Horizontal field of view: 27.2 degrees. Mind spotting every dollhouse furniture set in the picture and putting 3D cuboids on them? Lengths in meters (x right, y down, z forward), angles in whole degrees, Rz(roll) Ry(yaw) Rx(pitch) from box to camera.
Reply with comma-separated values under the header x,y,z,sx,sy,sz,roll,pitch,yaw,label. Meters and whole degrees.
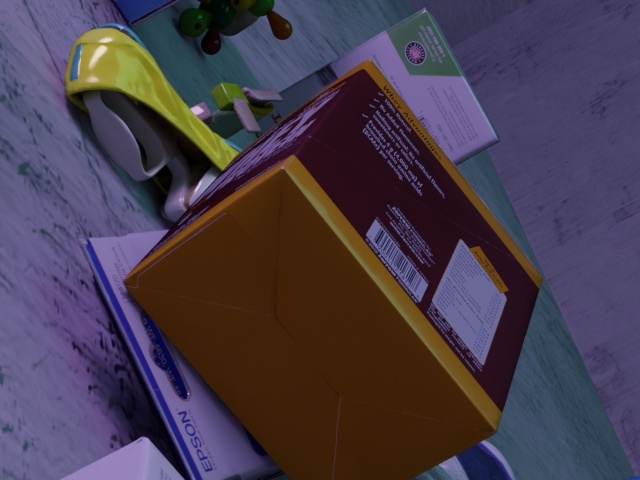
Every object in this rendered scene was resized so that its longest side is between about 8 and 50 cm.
x,y,z,sx,sy,sz,roll,pitch,yaw,label
-0.082,-0.091,1.137,0.058,0.076,0.152,60,23,9,dollhouse furniture set

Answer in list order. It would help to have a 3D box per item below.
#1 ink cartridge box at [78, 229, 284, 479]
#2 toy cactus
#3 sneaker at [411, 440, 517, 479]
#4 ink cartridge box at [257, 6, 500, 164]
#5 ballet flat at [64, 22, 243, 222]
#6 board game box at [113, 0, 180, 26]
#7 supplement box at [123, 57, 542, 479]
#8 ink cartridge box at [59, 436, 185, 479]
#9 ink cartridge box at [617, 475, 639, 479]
x,y,z,sx,sy,sz,roll,pitch,yaw,label
-0.038,0.071,0.879,0.333,0.065,0.165,-4,64,-60,ink cartridge box
-0.064,-0.261,1.393,0.112,0.219,0.180,41,-23,-6,toy cactus
0.113,0.296,0.984,0.236,0.130,0.322,8,57,-64,sneaker
0.059,-0.123,1.415,0.160,0.219,0.092,62,10,1,ink cartridge box
-0.112,-0.061,0.996,0.231,0.077,0.077,49,39,-33,ballet flat
-0.145,-0.382,1.167,0.291,0.141,0.232,57,41,-17,board game box
0.018,0.023,0.813,0.191,0.129,0.194,51,28,-10,supplement box
-0.055,0.212,0.575,0.203,0.086,0.148,55,15,-28,ink cartridge box
0.373,0.421,1.514,0.307,0.129,0.223,-25,103,-75,ink cartridge box
